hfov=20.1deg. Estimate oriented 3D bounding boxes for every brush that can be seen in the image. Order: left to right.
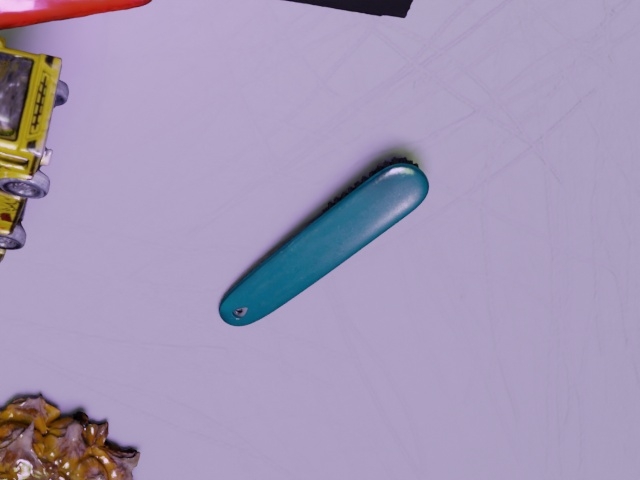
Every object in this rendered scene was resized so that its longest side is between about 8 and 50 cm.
[{"bbox_3d":[0.000,0.000,1.336,0.193,0.032,0.043,-37,119,20],"label":"brush"}]

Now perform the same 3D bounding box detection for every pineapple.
[{"bbox_3d":[-0.232,0.219,1.364,0.225,0.076,0.224,-3,112,-7],"label":"pineapple"}]

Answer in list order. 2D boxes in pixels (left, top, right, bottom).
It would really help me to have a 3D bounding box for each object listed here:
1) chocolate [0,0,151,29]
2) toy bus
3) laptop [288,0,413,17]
[{"bbox_3d":[-0.274,-0.286,1.090,0.341,0.161,0.360,-10,114,-9],"label":"chocolate"},{"bbox_3d":[-0.215,-0.052,1.177,0.074,0.226,0.081,15,69,-12],"label":"toy bus"},{"bbox_3d":[-0.001,-0.223,1.209,0.197,0.016,0.135,4,114,-37],"label":"laptop"}]
